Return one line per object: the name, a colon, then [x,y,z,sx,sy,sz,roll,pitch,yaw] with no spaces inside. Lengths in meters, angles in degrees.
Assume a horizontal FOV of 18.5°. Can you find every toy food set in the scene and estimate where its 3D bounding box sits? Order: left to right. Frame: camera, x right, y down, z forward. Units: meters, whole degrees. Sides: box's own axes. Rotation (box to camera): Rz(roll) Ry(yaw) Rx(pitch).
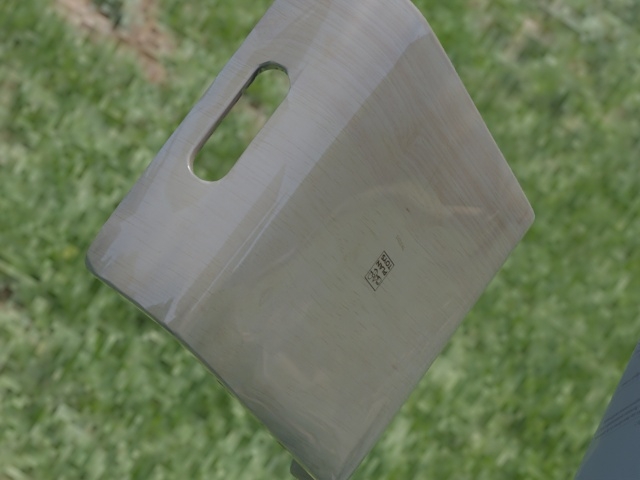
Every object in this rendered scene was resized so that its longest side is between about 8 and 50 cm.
toy food set: [0.000,0.000,1.142,0.092,0.219,0.306,30,-13,34]

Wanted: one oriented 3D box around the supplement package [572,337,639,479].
supplement package: [0.173,0.124,0.871,0.105,0.179,0.105,33,-25,-6]
